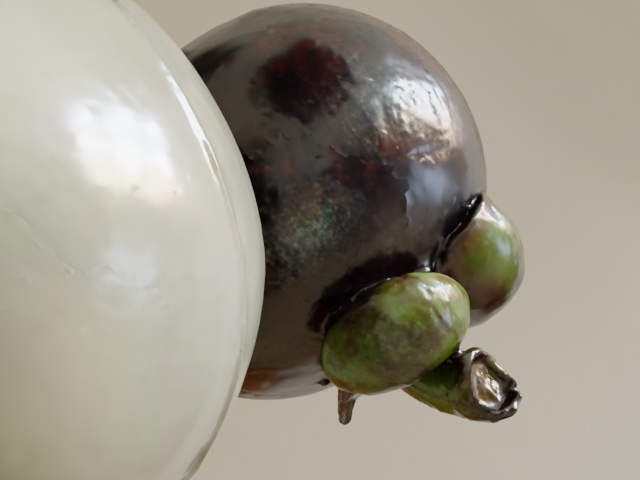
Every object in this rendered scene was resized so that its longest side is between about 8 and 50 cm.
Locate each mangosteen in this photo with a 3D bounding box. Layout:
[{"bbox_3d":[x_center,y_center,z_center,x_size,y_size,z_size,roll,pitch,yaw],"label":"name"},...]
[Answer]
[{"bbox_3d":[0.000,0.000,0.706,0.306,0.359,0.306,-41,-9,-8],"label":"mangosteen"}]

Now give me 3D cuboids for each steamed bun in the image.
[{"bbox_3d":[-0.205,0.025,0.453,0.374,0.334,0.334,-28,-22,26],"label":"steamed bun"}]
